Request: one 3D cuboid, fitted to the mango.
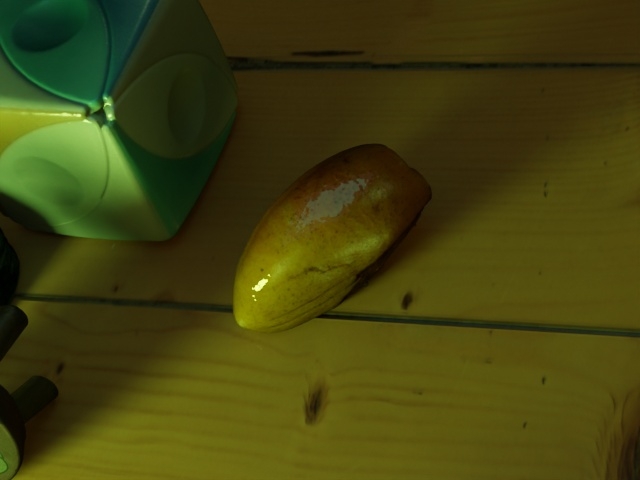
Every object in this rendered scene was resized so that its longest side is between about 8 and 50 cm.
[{"bbox_3d":[0.000,0.000,1.932,0.350,0.199,0.201,-40,22,2],"label":"mango"}]

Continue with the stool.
[{"bbox_3d":[-0.528,0.218,1.884,0.272,0.272,0.178,2,39,19],"label":"stool"}]

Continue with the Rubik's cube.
[{"bbox_3d":[-0.370,-0.229,2.110,0.347,0.352,0.351,7,53,22],"label":"Rubik's cube"}]

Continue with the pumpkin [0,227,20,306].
[{"bbox_3d":[-0.652,0.023,2.107,0.293,0.197,0.263,11,55,22],"label":"pumpkin"}]
